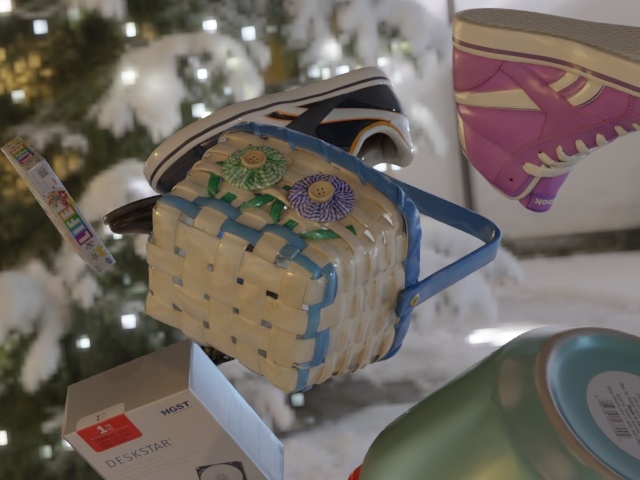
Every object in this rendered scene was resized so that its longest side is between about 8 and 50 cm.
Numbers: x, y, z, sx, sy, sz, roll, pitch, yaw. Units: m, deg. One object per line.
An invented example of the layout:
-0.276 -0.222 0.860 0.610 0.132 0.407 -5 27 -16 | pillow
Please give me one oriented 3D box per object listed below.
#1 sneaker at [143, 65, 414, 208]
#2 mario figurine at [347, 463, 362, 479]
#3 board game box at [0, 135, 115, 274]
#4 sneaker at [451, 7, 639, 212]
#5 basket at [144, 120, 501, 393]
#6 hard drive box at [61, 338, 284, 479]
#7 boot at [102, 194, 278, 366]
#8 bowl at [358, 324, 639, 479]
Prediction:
-0.038 -0.097 1.776 0.321 0.127 0.126 -21 -21 -17 | sneaker
0.151 0.284 1.394 0.320 0.170 0.198 -10 -24 22 | mario figurine
-0.298 -0.040 1.745 0.026 0.154 0.103 -37 31 -11 | board game box
0.223 -0.093 1.248 0.102 0.161 0.282 -13 22 -37 | sneaker
0.000 0.000 1.409 0.255 0.201 0.289 24 30 24 | basket
-0.178 0.247 1.891 0.181 0.232 0.089 -23 39 18 | hard drive box
-0.153 0.054 2.039 0.263 0.229 0.091 -2 -5 -9 | boot
0.199 0.180 1.112 0.311 0.163 0.311 18 36 -14 | bowl
